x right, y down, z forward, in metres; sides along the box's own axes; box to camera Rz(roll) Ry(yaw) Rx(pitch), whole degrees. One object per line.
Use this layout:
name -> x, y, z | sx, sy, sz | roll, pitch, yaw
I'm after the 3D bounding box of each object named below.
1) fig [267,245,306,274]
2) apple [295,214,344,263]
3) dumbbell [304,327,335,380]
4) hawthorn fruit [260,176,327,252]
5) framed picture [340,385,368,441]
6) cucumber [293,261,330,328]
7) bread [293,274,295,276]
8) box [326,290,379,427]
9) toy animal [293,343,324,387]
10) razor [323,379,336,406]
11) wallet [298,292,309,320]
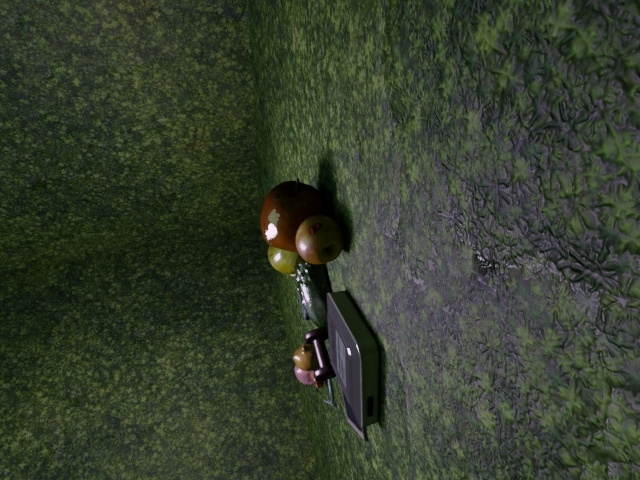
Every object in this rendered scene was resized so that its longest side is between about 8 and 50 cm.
fig -> -0.149, 0.033, 1.971 | 0.314, 0.233, 0.233 | 86, 169, -62
apple -> 0.000, 0.000, 1.436 | 0.155, 0.182, 0.182 | 45, 145, 45
dumbbell -> 0.008, 0.527, 1.894 | 0.140, 0.124, 0.225 | 101, 155, -57
hawthorn fruit -> -0.098, -0.108, 1.578 | 0.301, 0.268, 0.267 | 100, 157, -43
framed picture -> 0.136, 0.707, 1.718 | 0.265, 0.018, 0.192 | 148, 110, -76
cucumber -> -0.020, 0.240, 1.804 | 0.105, 0.145, 0.325 | 117, 138, -80
bread -> -0.176, 0.070, 2.427 | 0.316, 0.054, 0.316 | 174, 90, -75
box -> 0.104, 0.415, 1.473 | 0.373, 0.090, 0.367 | -126, 29, -61
toy animal -> -0.063, 0.662, 2.206 | 0.195, 0.169, 0.281 | -122, 25, -52
razor -> 0.047, 0.745, 2.111 | 0.084, 0.036, 0.211 | -2, 92, 53
wallet -> -0.100, 0.352, 2.431 | 0.222, 0.036, 0.167 | -112, 17, -44
